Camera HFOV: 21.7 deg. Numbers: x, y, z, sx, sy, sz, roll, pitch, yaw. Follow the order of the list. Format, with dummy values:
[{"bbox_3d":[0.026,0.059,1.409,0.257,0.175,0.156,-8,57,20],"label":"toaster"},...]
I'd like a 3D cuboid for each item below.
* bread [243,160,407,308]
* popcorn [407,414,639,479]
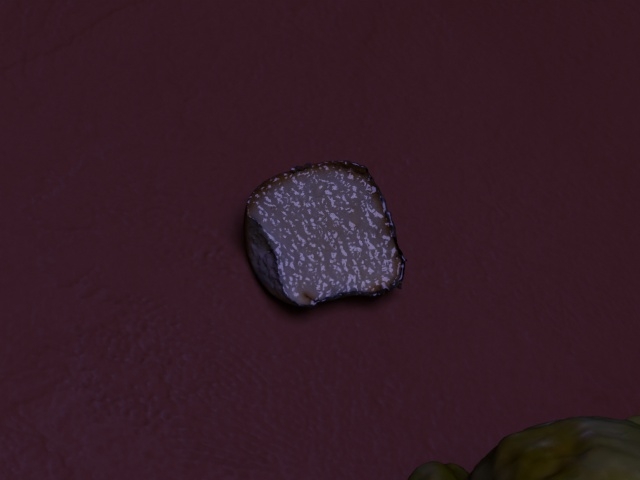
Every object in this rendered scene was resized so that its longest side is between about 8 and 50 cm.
[{"bbox_3d":[0.000,0.000,1.399,0.129,0.044,0.126,-11,69,-28],"label":"bread"},{"bbox_3d":[0.183,0.267,1.144,0.312,0.312,0.312,9,55,-14],"label":"popcorn"}]
